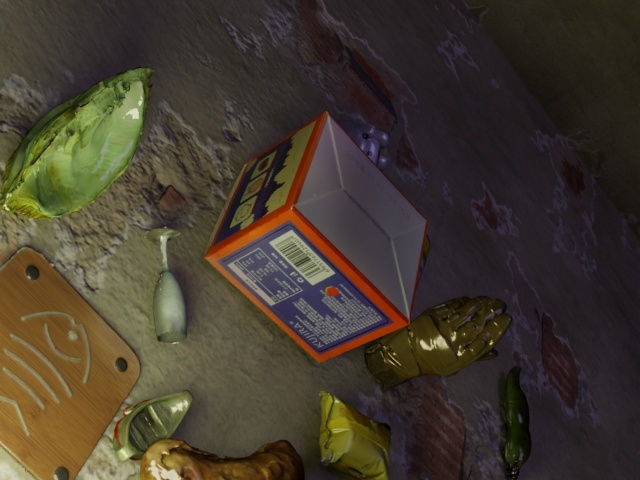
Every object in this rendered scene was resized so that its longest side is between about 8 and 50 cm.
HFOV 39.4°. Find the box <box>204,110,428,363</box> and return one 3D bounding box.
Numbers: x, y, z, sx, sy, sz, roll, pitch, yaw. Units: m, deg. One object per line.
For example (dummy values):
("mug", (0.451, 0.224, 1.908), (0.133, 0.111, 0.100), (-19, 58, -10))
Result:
("box", (0.000, 0.000, 1.790), (0.349, 0.257, 0.318), (44, 37, -24))

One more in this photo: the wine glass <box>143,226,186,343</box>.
("wine glass", (-0.268, 0.078, 1.553), (0.066, 0.066, 0.198), (18, 55, -47))

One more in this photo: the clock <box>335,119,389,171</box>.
("clock", (0.064, -0.127, 2.057), (0.189, 0.189, 0.253), (36, 48, -35))

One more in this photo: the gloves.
("gloves", (0.253, 0.218, 1.915), (0.141, 0.331, 0.154), (-1, 68, -61))

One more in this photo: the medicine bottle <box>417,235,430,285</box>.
("medicine bottle", (0.156, 0.079, 2.046), (0.141, 0.141, 0.293), (51, 36, -17))

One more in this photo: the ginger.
("ginger", (-0.144, 0.398, 1.402), (0.321, 0.165, 0.172), (17, 62, -50))

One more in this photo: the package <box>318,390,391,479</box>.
("package", (0.068, 0.397, 1.755), (0.226, 0.090, 0.168), (39, 37, -35))

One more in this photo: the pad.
("pad", (-0.413, 0.183, 1.327), (0.286, 0.018, 0.284), (51, 35, -19))

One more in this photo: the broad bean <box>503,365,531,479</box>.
("broad bean", (0.509, 0.476, 2.314), (0.077, 0.061, 0.339), (30, 44, -23))

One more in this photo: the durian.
("durian", (-0.381, -0.146, 1.433), (0.163, 0.198, 0.394), (55, 36, -14))

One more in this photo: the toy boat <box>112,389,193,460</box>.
("toy boat", (-0.269, 0.292, 1.392), (0.089, 0.071, 0.185), (58, 33, -6))
